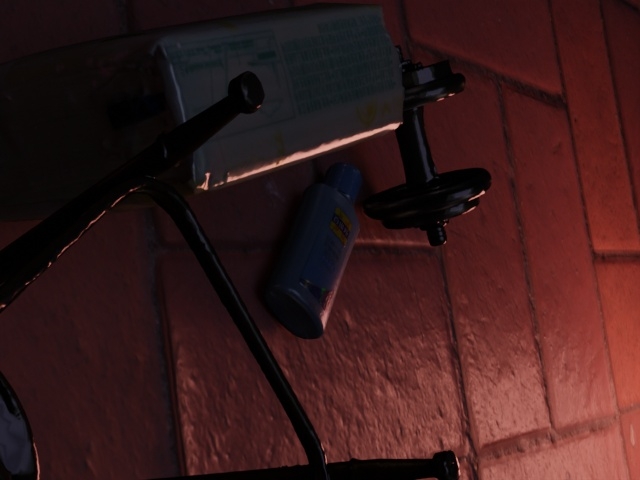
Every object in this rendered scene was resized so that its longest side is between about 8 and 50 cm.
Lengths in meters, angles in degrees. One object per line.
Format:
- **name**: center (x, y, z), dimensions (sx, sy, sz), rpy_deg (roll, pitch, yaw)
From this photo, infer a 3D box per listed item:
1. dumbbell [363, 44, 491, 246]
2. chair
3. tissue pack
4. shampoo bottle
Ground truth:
- **dumbbell**: center (0.133, -0.132, 1.586), dimensions (0.192, 0.192, 0.290), rpy_deg (-26, 103, -56)
- **chair**: center (-0.200, 0.165, 0.786), dimensions (0.364, 0.410, 0.362), rpy_deg (62, 35, -21)
- **tissue pack**: center (-0.129, -0.131, 1.108), dimensions (0.388, 0.287, 0.162), rpy_deg (-25, 106, -56)
- **shampoo bottle**: center (0.000, 0.000, 1.459), dimensions (0.104, 0.061, 0.258), rpy_deg (52, 40, -33)
